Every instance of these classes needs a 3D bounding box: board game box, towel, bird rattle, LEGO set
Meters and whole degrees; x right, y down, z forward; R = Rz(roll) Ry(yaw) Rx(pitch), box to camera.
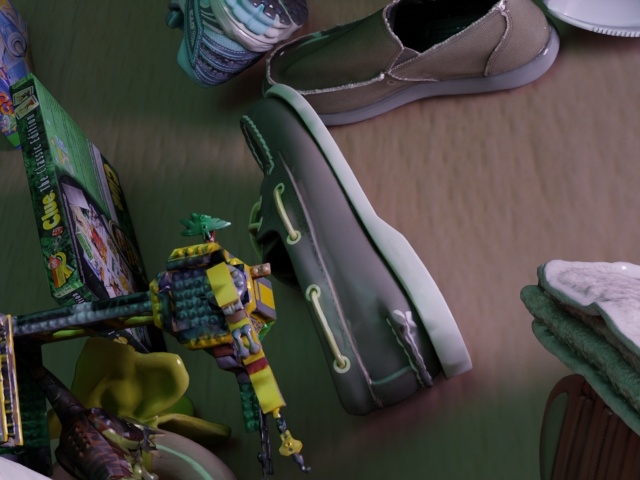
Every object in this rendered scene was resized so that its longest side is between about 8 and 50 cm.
[{"bbox_3d":[-0.181,-0.010,1.017,0.030,0.136,0.260,-31,43,7],"label":"board game box"},{"bbox_3d":[-0.328,-0.199,1.265,0.035,0.136,0.201,-28,45,6],"label":"board game box"},{"bbox_3d":[0.232,0.075,0.643,0.187,0.049,0.282,5,19,-21],"label":"towel"},{"bbox_3d":[-0.143,0.195,0.830,0.207,0.143,0.253,28,72,25],"label":"bird rattle"},{"bbox_3d":[-0.129,0.143,0.699,0.254,0.192,0.331,-2,80,10],"label":"LEGO set"}]

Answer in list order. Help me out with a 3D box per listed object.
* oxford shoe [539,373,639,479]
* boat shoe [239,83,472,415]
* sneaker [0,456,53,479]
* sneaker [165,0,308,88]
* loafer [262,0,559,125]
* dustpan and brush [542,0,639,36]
[{"bbox_3d":[0.255,0.180,0.631,0.146,0.141,0.397,-6,26,-27],"label":"oxford shoe"},{"bbox_3d":[-0.001,-0.003,0.925,0.091,0.109,0.305,-30,47,-3],"label":"boat shoe"},{"bbox_3d":[-0.191,0.202,0.578,0.275,0.110,0.107,-41,44,21],"label":"sneaker"},{"bbox_3d":[-0.094,-0.243,1.190,0.122,0.110,0.283,-43,28,25],"label":"sneaker"},{"bbox_3d":[0.060,-0.161,1.040,0.251,0.087,0.094,-10,49,23],"label":"loafer"},{"bbox_3d":[0.284,-0.201,0.952,0.211,0.060,0.147,22,103,8],"label":"dustpan and brush"}]
